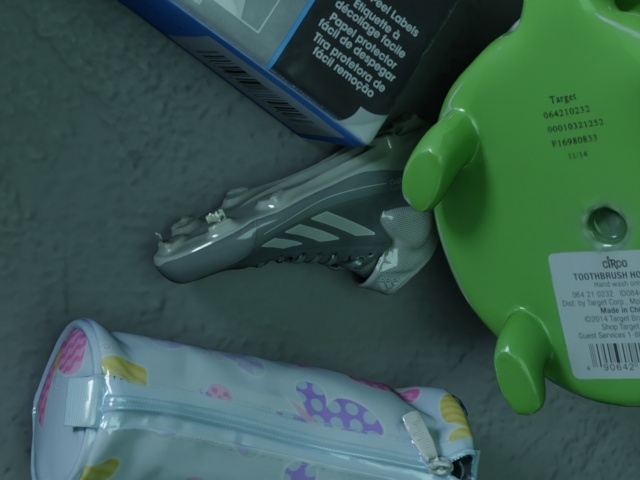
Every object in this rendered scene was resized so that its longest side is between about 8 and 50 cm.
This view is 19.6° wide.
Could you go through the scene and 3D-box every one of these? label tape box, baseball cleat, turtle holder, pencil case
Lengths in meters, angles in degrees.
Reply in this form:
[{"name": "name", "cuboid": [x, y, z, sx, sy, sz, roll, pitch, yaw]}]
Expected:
[{"name": "label tape box", "cuboid": [0.005, -0.261, 1.113, 0.241, 0.106, 0.333, 35, 82, -23]}, {"name": "baseball cleat", "cuboid": [0.000, 0.000, 1.158, 0.206, 0.072, 0.109, -27, 109, -17]}, {"name": "turtle holder", "cuboid": [0.184, -0.064, 1.157, 0.320, 0.243, 0.227, 50, 37, -2]}, {"name": "pencil case", "cuboid": [-0.039, 0.125, 1.126, 0.273, 0.124, 0.113, 13, 90, -23]}]
